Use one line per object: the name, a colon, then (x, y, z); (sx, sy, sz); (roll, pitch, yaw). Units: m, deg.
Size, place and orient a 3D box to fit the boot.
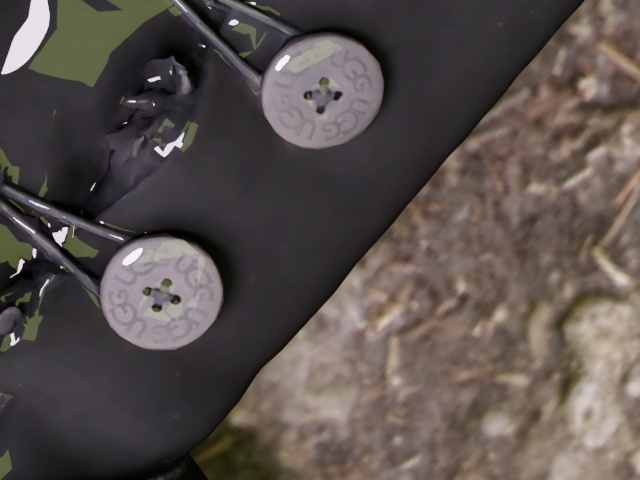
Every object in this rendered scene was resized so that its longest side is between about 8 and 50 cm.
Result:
boot: (-0.001, -0.001, 0.702); (0.367, 0.146, 0.445); (30, 97, -34)
